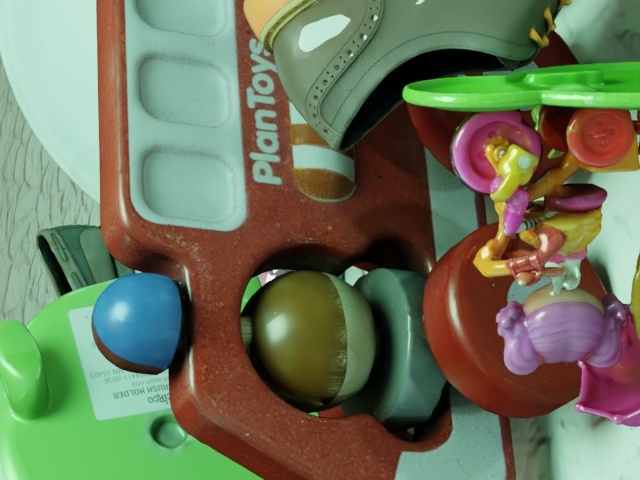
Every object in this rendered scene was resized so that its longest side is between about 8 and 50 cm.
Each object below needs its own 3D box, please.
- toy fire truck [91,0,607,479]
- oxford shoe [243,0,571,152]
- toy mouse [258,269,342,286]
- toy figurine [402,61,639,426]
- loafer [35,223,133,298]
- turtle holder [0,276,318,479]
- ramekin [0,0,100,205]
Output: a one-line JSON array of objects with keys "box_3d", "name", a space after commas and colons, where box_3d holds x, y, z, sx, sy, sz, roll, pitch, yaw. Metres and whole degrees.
[{"box_3d": [0.000, 0.000, 0.897, 0.169, 0.254, 0.302, 139, 134, -57], "name": "toy fire truck"}, {"box_3d": [0.100, -0.135, 0.811, 0.271, 0.097, 0.098, -29, 76, 15], "name": "oxford shoe"}, {"box_3d": [-0.020, 0.027, 1.217, 0.161, 0.031, 0.143, -178, 95, -67], "name": "toy mouse"}, {"box_3d": [0.124, 0.006, 0.759, 0.130, 0.173, 0.159, -133, 40, -75], "name": "toy figurine"}, {"box_3d": [-0.214, 0.089, 1.578, 0.267, 0.084, 0.096, -107, 34, -44], "name": "loafer"}, {"box_3d": [-0.085, 0.186, 1.124, 0.320, 0.243, 0.227, 41, 147, 17], "name": "turtle holder"}, {"box_3d": [-0.070, -0.142, 1.120, 0.127, 0.273, 0.273, -41, -21, -54], "name": "ramekin"}]
